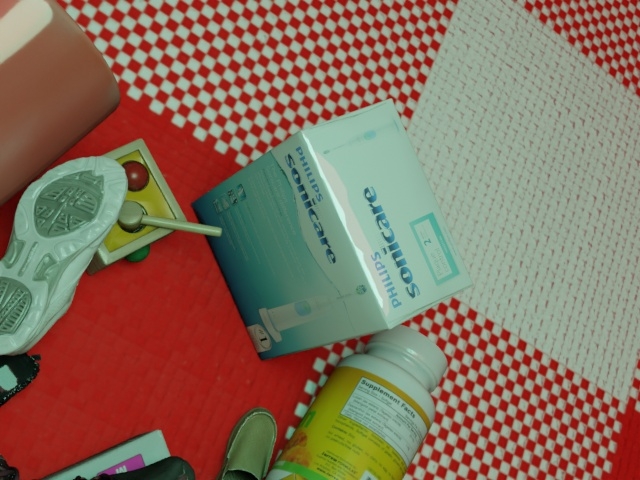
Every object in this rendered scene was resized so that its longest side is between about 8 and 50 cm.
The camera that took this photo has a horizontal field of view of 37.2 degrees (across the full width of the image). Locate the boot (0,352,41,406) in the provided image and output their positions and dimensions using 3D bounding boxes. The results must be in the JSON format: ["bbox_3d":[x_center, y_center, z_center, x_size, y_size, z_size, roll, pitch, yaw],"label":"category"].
[{"bbox_3d":[-0.359,0.133,0.979,0.099,0.045,0.121,52,56,-8],"label":"boot"}]

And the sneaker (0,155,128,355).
[{"bbox_3d":[-0.277,0.016,0.979,0.090,0.115,0.232,32,75,5],"label":"sneaker"}]

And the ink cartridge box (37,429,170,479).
[{"bbox_3d":[-0.246,0.356,0.963,0.275,0.060,0.239,-20,87,-37],"label":"ink cartridge box"}]

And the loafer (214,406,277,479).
[{"bbox_3d":[-0.086,0.261,1.092,0.056,0.050,0.148,31,65,-19],"label":"loafer"}]

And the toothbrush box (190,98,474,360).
[{"bbox_3d":[0.000,0.000,1.062,0.126,0.295,0.216,-24,89,-31],"label":"toothbrush box"}]

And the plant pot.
[{"bbox_3d":[-0.375,-0.134,0.922,0.275,0.275,0.243,42,72,-14],"label":"plant pot"}]

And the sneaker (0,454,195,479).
[{"bbox_3d":[-0.261,0.232,0.891,0.281,0.106,0.162,-26,88,-36],"label":"sneaker"}]

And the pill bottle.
[{"bbox_3d":[0.052,0.222,1.128,0.136,0.136,0.246,42,62,-14],"label":"pill bottle"}]

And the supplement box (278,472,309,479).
[{"bbox_3d":[-0.039,0.354,0.953,0.191,0.194,0.129,40,29,-42],"label":"supplement box"}]

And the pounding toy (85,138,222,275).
[{"bbox_3d":[-0.210,-0.031,1.067,0.130,0.100,0.141,-30,93,-30],"label":"pounding toy"}]
